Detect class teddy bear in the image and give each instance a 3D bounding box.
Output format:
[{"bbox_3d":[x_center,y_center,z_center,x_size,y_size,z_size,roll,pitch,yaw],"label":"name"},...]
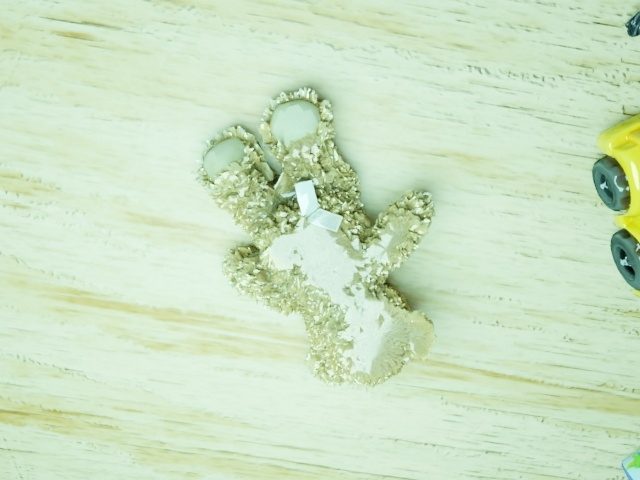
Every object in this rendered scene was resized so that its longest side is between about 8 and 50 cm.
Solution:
[{"bbox_3d":[0.000,0.000,0.689,0.338,0.113,0.245,44,95,-4],"label":"teddy bear"}]

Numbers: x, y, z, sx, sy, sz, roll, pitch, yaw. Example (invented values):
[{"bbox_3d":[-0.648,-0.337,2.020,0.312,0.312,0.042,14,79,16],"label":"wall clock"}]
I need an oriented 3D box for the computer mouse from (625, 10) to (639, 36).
[{"bbox_3d":[0.342,-0.318,0.617,0.106,0.042,0.192,-24,105,8],"label":"computer mouse"}]

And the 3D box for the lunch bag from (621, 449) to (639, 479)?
[{"bbox_3d":[0.493,0.360,0.748,0.219,0.176,0.090,44,103,-11],"label":"lunch bag"}]

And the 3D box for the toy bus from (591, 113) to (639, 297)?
[{"bbox_3d":[0.400,-0.022,0.619,0.150,0.211,0.220,-20,104,7],"label":"toy bus"}]
